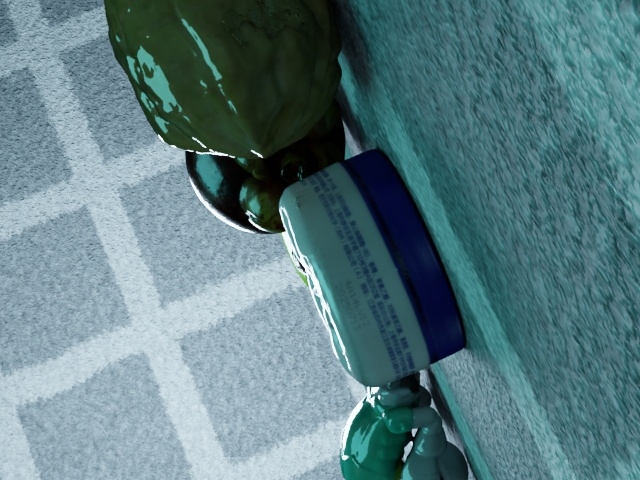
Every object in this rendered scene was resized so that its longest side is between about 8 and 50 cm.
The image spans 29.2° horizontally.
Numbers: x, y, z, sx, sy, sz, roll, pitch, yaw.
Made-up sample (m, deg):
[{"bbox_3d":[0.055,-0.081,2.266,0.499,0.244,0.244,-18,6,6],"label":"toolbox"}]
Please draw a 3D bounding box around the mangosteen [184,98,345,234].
[{"bbox_3d":[-0.048,-0.092,1.249,0.200,0.200,0.200,157,90,-87],"label":"mangosteen"}]

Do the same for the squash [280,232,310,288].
[{"bbox_3d":[-0.027,-0.006,2.219,0.082,0.082,0.292,-117,5,-50],"label":"squash"}]

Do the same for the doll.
[{"bbox_3d":[0.107,0.248,1.540,0.258,0.153,0.195,110,157,-61],"label":"doll"}]

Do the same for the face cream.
[{"bbox_3d":[0.042,0.028,1.129,0.206,0.111,0.206,158,90,-86],"label":"face cream"}]

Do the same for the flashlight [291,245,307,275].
[{"bbox_3d":[0.000,0.000,1.886,0.232,0.093,0.093,-102,-11,-78],"label":"flashlight"}]

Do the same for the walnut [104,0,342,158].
[{"bbox_3d":[-0.082,-0.178,1.021,0.245,0.198,0.198,64,176,12],"label":"walnut"}]
